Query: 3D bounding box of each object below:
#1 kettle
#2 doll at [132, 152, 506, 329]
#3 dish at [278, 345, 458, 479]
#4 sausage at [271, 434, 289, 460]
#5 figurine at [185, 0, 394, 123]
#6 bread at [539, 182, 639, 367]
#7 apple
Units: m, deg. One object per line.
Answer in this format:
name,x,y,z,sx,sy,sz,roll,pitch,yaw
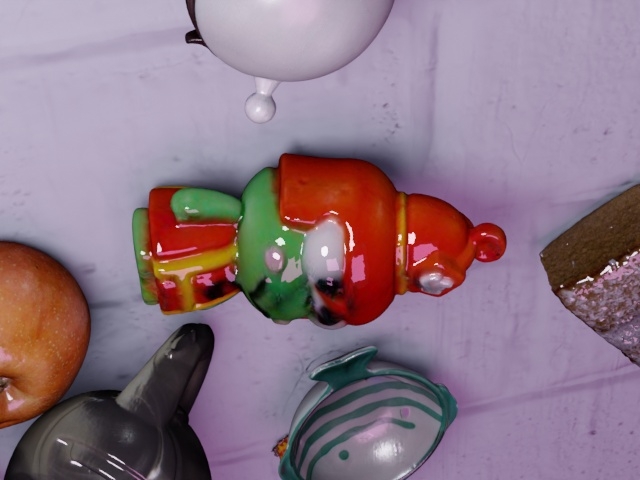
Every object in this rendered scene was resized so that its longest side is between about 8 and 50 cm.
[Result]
kettle,-0.198,0.229,1.638,0.228,0.321,0.324,32,159,3
doll,0.000,0.001,1.540,0.363,0.160,0.182,2,138,4
dish,0.042,0.195,1.830,0.224,0.078,0.246,-22,132,-5
sausage,-0.015,0.301,1.879,0.050,0.145,0.048,-15,143,-9
figurine,0.014,-0.271,1.277,0.281,0.167,0.370,6,129,-45
bread,0.431,0.084,1.838,0.165,0.113,0.416,-39,133,18
apple,-0.324,0.102,1.543,0.201,0.162,0.201,-9,136,-8
